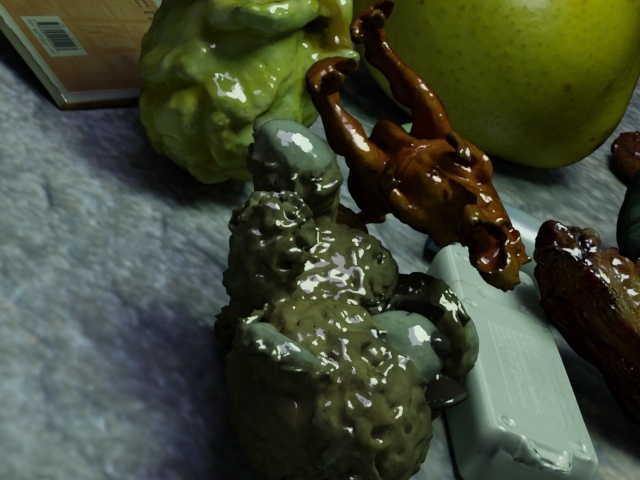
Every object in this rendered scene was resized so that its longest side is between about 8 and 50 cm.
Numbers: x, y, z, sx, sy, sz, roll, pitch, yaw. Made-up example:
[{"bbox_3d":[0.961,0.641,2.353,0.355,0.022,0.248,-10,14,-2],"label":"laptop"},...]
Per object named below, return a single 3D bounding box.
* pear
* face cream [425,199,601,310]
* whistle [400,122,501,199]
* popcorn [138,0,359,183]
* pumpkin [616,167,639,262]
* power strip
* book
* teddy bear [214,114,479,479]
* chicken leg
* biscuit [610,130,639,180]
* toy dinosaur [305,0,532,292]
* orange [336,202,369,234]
[{"bbox_3d":[0.207,-0.287,1.557,0.418,0.362,0.362,46,18,-24],"label":"pear"},{"bbox_3d":[0.227,0.031,1.285,0.250,0.077,0.077,28,25,-2],"label":"face cream"},{"bbox_3d":[0.144,-0.046,1.390,0.198,0.057,0.104,43,39,16],"label":"whistle"},{"bbox_3d":[-0.068,-0.164,1.200,0.195,0.255,0.256,27,54,3],"label":"popcorn"},{"bbox_3d":[0.425,0.010,1.394,0.250,0.216,0.250,7,56,-11],"label":"pumpkin"},{"bbox_3d":[0.147,0.099,1.101,0.098,0.058,0.338,20,26,-13],"label":"power strip"},{"bbox_3d":[-0.213,-0.198,1.323,0.170,0.018,0.242,51,32,17],"label":"book"},{"bbox_3d":[0.007,0.072,0.903,0.267,0.156,0.256,50,11,-25],"label":"teddy bear"},{"bbox_3d":[0.298,0.101,1.172,0.322,0.083,0.177,49,32,-5],"label":"chicken leg"},{"bbox_3d":[0.471,-0.085,1.781,0.192,0.049,0.192,23,25,-12],"label":"biscuit"},{"bbox_3d":[0.057,-0.075,1.043,0.208,0.097,0.432,62,-4,-16],"label":"toy dinosaur"},{"bbox_3d":[0.000,0.000,1.129,0.083,0.070,0.083,34,17,-12],"label":"orange"}]
